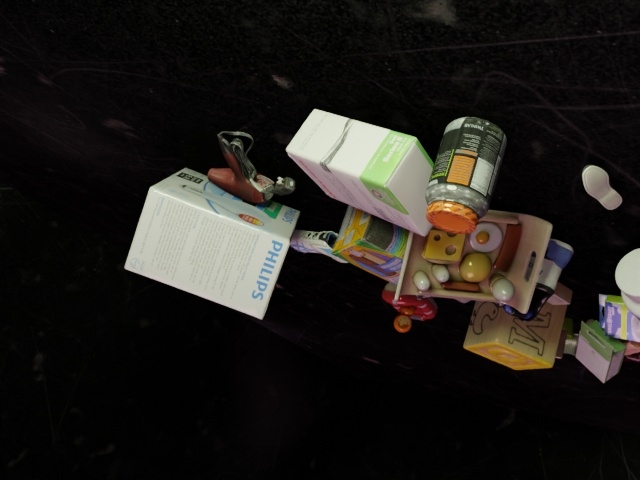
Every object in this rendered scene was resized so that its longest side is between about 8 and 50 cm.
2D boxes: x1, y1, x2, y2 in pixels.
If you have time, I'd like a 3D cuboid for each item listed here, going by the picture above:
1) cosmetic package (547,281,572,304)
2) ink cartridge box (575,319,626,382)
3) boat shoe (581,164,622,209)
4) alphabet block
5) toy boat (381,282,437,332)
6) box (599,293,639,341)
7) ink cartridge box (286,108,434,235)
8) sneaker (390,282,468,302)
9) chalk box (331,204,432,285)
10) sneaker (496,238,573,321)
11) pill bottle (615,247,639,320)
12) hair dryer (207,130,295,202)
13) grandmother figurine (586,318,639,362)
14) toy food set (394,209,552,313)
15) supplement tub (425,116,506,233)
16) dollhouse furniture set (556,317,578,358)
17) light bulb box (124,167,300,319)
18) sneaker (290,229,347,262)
[{"bbox_3d":[0.608,0.130,1.752,0.115,0.041,0.060,29,159,-27],"label":"cosmetic package"},{"bbox_3d":[0.766,0.291,1.801,0.109,0.062,0.209,50,167,38],"label":"ink cartridge box"},{"bbox_3d":[0.510,-0.103,1.208,0.125,0.038,0.046,32,115,-33],"label":"boat shoe"},{"bbox_3d":[0.553,0.242,1.876,0.194,0.197,0.192,23,161,-9],"label":"alphabet block"},{"bbox_3d":[0.285,0.232,2.187,0.151,0.151,0.231,7,158,32],"label":"toy boat"},{"bbox_3d":[0.797,0.201,1.674,0.178,0.042,0.108,6,116,36],"label":"box"},{"bbox_3d":[0.095,-0.138,1.309,0.273,0.114,0.198,26,169,41],"label":"ink cartridge box"},{"bbox_3d":[0.316,0.131,1.931,0.281,0.115,0.105,25,161,-13],"label":"sneaker"},{"bbox_3d":[0.208,0.000,1.580,0.289,0.180,0.179,27,160,-17],"label":"chalk box"},{"bbox_3d":[0.453,0.101,1.610,0.128,0.182,0.316,31,158,-25],"label":"sneaker"},{"bbox_3d":[0.749,0.124,1.421,0.272,0.152,0.152,33,157,-35],"label":"pill bottle"},{"bbox_3d":[-0.198,-0.187,1.680,0.223,0.080,0.294,47,148,-19],"label":"hair dryer"},{"bbox_3d":[0.846,0.294,1.878,0.208,0.104,0.342,41,163,13],"label":"grandmother figurine"},{"bbox_3d":[0.326,0.046,1.431,0.306,0.219,0.092,6,-159,-9],"label":"toy food set"},{"bbox_3d":[0.259,-0.115,1.190,0.117,0.190,0.117,18,162,6],"label":"supplement tub"},{"bbox_3d":[0.702,0.349,2.092,0.198,0.151,0.301,10,159,27],"label":"dollhouse furniture set"},{"bbox_3d":[-0.265,-0.006,1.745,0.361,0.225,0.358,21,-166,-3],"label":"light bulb box"},{"bbox_3d":[0.000,0.000,1.965,0.237,0.085,0.086,14,135,26],"label":"sneaker"}]
